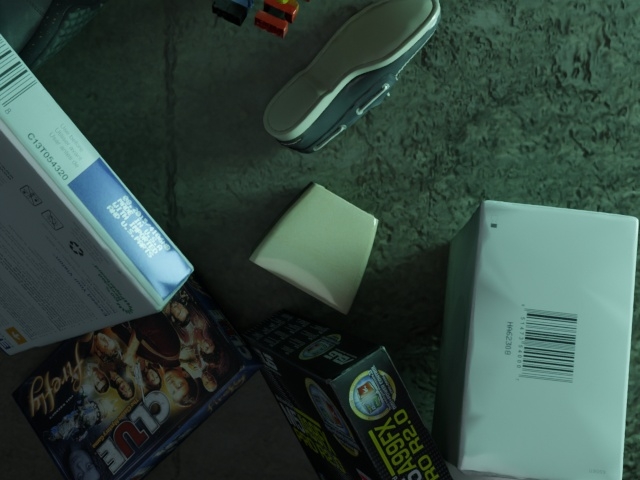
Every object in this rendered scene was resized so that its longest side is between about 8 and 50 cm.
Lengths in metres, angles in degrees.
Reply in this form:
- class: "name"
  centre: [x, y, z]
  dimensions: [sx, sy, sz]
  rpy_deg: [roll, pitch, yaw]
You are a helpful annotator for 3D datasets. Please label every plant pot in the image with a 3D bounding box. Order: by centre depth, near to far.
- class: "plant pot"
  centre: [0.000, 0.000, 0.979]
  dimensions: [0.109, 0.109, 0.096]
  rpy_deg: [30, 93, -5]

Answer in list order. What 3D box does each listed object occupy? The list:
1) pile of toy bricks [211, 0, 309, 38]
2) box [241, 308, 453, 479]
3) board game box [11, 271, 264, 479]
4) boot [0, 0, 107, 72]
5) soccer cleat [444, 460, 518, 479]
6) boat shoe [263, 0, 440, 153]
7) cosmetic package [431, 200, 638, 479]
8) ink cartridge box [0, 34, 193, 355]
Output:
- class: "pile of toy bricks"
  centre: [-0.090, -0.289, 0.913]
  dimensions: [0.212, 0.118, 0.105]
  rpy_deg: [26, 70, 4]
- class: "box"
  centre: [0.031, 0.185, 0.942]
  dimensions: [0.060, 0.270, 0.216]
  rpy_deg: [-32, 104, -16]
- class: "board game box"
  centre: [-0.196, 0.146, 1.023]
  dimensions: [0.243, 0.042, 0.165]
  rpy_deg: [-45, 70, 13]
- class: "boot"
  centre: [-0.290, -0.273, 0.865]
  dimensions: [0.338, 0.118, 0.223]
  rpy_deg: [-32, 110, 31]
- class: "soccer cleat"
  centre: [0.136, 0.290, 1.054]
  dimensions: [0.331, 0.116, 0.143]
  rpy_deg: [-32, 90, 7]
- class: "boat shoe"
  centre: [0.038, -0.163, 0.962]
  dimensions: [0.206, 0.075, 0.065]
  rpy_deg: [-39, 143, 7]
- class: "cosmetic package"
  centre: [0.186, 0.098, 0.894]
  dimensions: [0.138, 0.225, 0.224]
  rpy_deg: [7, 82, 0]
- class: "ink cartridge box"
  centre: [-0.320, -0.044, 0.935]
  dimensions: [0.330, 0.071, 0.324]
  rpy_deg: [-17, 117, 49]
